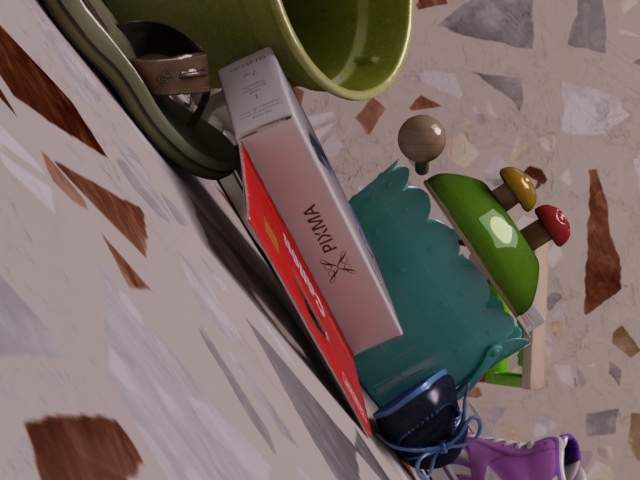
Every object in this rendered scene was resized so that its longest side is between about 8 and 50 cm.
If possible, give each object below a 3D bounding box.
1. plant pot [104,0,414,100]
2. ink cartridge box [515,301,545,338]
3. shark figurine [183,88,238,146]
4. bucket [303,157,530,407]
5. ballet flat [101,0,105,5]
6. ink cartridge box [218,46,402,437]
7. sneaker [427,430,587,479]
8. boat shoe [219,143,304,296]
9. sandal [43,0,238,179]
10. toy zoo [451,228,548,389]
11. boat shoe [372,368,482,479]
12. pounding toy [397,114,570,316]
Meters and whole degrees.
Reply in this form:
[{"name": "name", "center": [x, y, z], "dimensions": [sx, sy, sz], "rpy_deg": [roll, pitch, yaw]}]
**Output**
[{"name": "plant pot", "center": [-0.078, -0.266, 1.736], "dimensions": [0.276, 0.254, 0.276], "rpy_deg": [15, 72, -54]}, {"name": "ink cartridge box", "center": [0.235, 0.076, 1.922], "dimensions": [0.048, 0.028, 0.083], "rpy_deg": [54, 5, -22]}, {"name": "shark figurine", "center": [-0.106, -0.173, 2.042], "dimensions": [0.166, 0.116, 0.278], "rpy_deg": [54, 1, 18]}, {"name": "bucket", "center": [0.096, 0.065, 1.912], "dimensions": [0.281, 0.183, 0.281], "rpy_deg": [55, 4, -6]}, {"name": "ballet flat", "center": [-0.220, -0.304, 1.850], "dimensions": [0.095, 0.096, 0.280], "rpy_deg": [-80, 147, -59]}, {"name": "ink cartridge box", "center": [0.000, 0.000, 1.576], "dimensions": [0.261, 0.066, 0.296], "rpy_deg": [-106, 170, -54]}, {"name": "sneaker", "center": [0.211, 0.256, 1.835], "dimensions": [0.102, 0.161, 0.282], "rpy_deg": [51, 4, -29]}, {"name": "boat shoe", "center": [-0.047, -0.030, 1.798], "dimensions": [0.219, 0.070, 0.078], "rpy_deg": [57, 4, 31]}, {"name": "sandal", "center": [-0.153, -0.164, 1.512], "dimensions": [0.303, 0.086, 0.120], "rpy_deg": [52, 5, -41]}, {"name": "toy zoo", "center": [0.161, 0.079, 2.089], "dimensions": [0.030, 0.293, 0.192], "rpy_deg": [0, 93, -46]}, {"name": "boat shoe", "center": [0.121, 0.191, 1.702], "dimensions": [0.089, 0.109, 0.258], "rpy_deg": [59, 6, 11]}, {"name": "pounding toy", "center": [0.194, -0.041, 1.810], "dimensions": [0.237, 0.110, 0.183], "rpy_deg": [57, 4, 17]}]
